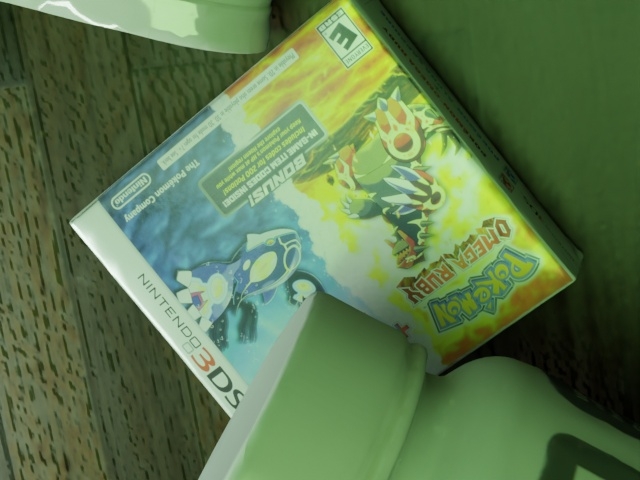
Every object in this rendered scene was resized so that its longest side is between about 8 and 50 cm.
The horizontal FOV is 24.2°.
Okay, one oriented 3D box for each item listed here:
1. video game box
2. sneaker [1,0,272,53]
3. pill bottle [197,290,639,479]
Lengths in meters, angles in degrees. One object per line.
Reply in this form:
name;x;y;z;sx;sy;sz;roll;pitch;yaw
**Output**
video game box;0.000;0.000;0.784;0.205;0.048;0.187;-38;97;22
sneaker;-0.152;-0.206;0.737;0.292;0.108;0.169;13;107;2
pill bottle;0.114;0.181;0.702;0.361;0.204;0.204;29;112;-3
